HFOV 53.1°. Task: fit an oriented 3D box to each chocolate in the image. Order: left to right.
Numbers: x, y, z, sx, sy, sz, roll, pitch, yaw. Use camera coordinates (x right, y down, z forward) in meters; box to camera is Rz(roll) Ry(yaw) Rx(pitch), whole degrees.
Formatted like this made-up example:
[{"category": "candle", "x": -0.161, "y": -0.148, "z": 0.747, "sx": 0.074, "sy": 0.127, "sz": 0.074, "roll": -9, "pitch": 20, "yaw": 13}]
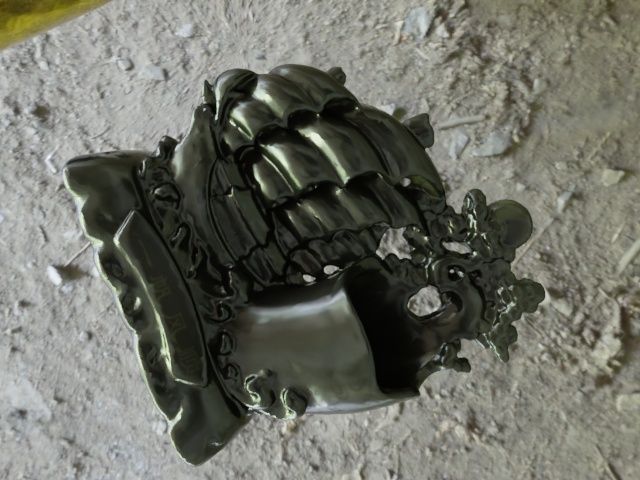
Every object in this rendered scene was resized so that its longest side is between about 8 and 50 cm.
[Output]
[{"category": "chocolate", "x": -0.181, "y": -0.210, "z": 0.485, "sx": 0.219, "sy": 0.086, "sz": 0.085, "roll": -37, "pitch": 112, "yaw": -32}]

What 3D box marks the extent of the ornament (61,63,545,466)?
[{"category": "ornament", "x": 0.000, "y": 0.000, "z": 0.421, "sx": 0.260, "sy": 0.106, "sz": 0.251, "roll": -24, "pitch": 91, "yaw": 11}]
